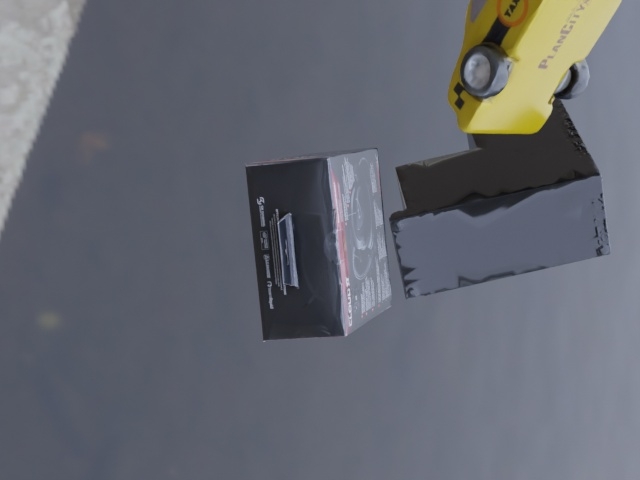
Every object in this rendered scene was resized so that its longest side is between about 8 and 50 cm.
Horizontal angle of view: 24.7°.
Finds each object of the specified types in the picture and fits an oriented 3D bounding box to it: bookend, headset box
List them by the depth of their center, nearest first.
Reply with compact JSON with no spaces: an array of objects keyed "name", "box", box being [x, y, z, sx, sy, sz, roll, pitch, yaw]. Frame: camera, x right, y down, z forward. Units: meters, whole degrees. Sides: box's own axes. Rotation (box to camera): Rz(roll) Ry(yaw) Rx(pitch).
[{"name":"headset box","box":[0.000,0.000,0.520,0.083,0.032,0.062,-22,107,-73]},{"name":"bookend","box":[0.125,-0.041,1.125,0.156,0.157,0.072,-101,178,-58]}]

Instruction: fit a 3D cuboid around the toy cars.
[{"name":"toy cars","box":[0.127,-0.221,0.900,0.176,0.087,0.393,-33,147,-10]}]
